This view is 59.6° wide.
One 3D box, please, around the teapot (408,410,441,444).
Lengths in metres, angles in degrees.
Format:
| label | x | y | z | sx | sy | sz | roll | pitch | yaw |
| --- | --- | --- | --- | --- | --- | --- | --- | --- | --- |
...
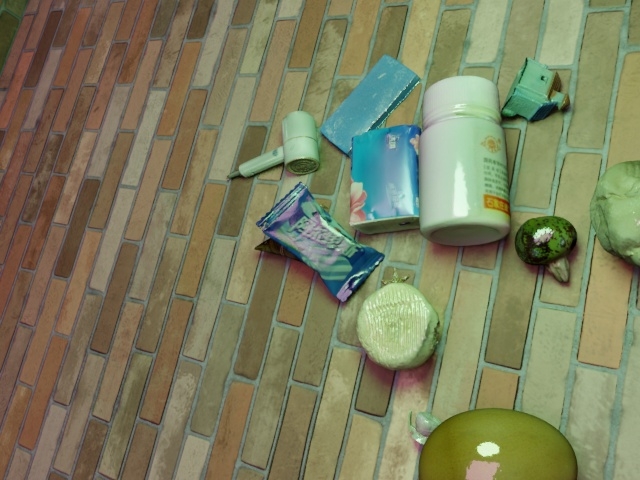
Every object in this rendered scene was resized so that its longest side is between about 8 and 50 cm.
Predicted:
| label | x | y | z | sx | sy | sz | roll | pitch | yaw |
| --- | --- | --- | --- | --- | --- | --- | --- | --- | --- |
| teapot | 0.246 | 0.451 | 1.350 | 0.083 | 0.064 | 0.064 | 24 | 94 | 26 |

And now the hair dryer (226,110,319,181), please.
| label | x | y | z | sx | sy | sz | roll | pitch | yaw |
| --- | --- | --- | --- | --- | --- | --- | --- | --- | --- |
| hair dryer | -0.168 | -0.266 | 1.767 | 0.358 | 0.108 | 0.172 | -18 | 65 | 28 |

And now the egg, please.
| label | x | y | z | sx | sy | sz | roll | pitch | yaw |
| --- | --- | --- | --- | --- | --- | --- | --- | --- | --- |
| egg | 0.366 | 0.479 | 1.171 | 0.323 | 0.250 | 0.250 | -18 | 67 | 16 |

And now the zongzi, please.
| label | x | y | z | sx | sy | sz | roll | pitch | yaw |
| --- | --- | --- | --- | --- | --- | --- | --- | --- | --- |
| zongzi | -0.093 | -0.040 | 1.653 | 0.184 | 0.084 | 0.187 | 12 | 79 | 23 |

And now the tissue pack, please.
| label | x | y | z | sx | sy | sz | roll | pitch | yaw |
| --- | --- | --- | --- | --- | --- | --- | --- | --- | --- |
| tissue pack | 0.189 | -0.166 | 1.524 | 0.209 | 0.137 | 0.269 | -5 | 72 | 24 |

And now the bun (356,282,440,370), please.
| label | x | y | z | sx | sy | sz | roll | pitch | yaw |
| --- | --- | --- | --- | --- | --- | --- | --- | --- | --- |
| bun | 0.201 | 0.221 | 1.402 | 0.221 | 0.134 | 0.220 | -8 | 74 | 31 |

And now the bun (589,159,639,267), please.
| label | x | y | z | sx | sy | sz | roll | pitch | yaw |
| --- | --- | --- | --- | --- | --- | --- | --- | --- | --- |
| bun | 0.707 | -0.045 | 1.176 | 0.282 | 0.282 | 0.204 | 23 | 120 | 30 |

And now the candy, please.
| label | x | y | z | sx | sy | sz | roll | pitch | yaw |
| --- | --- | --- | --- | --- | --- | --- | --- | --- | --- |
| candy | 0.000 | 0.000 | 1.549 | 0.331 | 0.077 | 0.187 | 43 | 87 | 8 |

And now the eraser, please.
| label | x | y | z | sx | sy | sz | roll | pitch | yaw |
| --- | --- | --- | --- | --- | --- | --- | --- | --- | --- |
| eraser | 0.143 | -0.404 | 1.674 | 0.312 | 0.043 | 0.144 | -48 | 60 | 6 |

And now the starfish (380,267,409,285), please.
| label | x | y | z | sx | sy | sz | roll | pitch | yaw |
| --- | --- | --- | --- | --- | --- | --- | --- | --- | --- |
| starfish | 0.202 | 0.121 | 1.501 | 0.092 | 0.016 | 0.086 | 25 | 89 | 28 |

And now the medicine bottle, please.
| label | x | y | z | sx | sy | sz | roll | pitch | yaw |
| --- | --- | --- | --- | --- | --- | --- | --- | --- | --- |
| medicine bottle | 0.355 | -0.195 | 1.404 | 0.219 | 0.219 | 0.388 | -7 | 71 | 25 |

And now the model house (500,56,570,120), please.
| label | x | y | z | sx | sy | sz | roll | pitch | yaw |
| --- | --- | --- | --- | --- | --- | --- | --- | --- | --- |
| model house | 0.561 | -0.372 | 1.431 | 0.149 | 0.119 | 0.148 | 26 | 66 | 8 |

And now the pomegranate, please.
| label | x | y | z | sx | sy | sz | roll | pitch | yaw |
| --- | --- | --- | --- | --- | --- | --- | --- | --- | --- |
| pomegranate | 0.535 | 0.016 | 1.321 | 0.138 | 0.163 | 0.125 | -25 | 25 | 2 |
